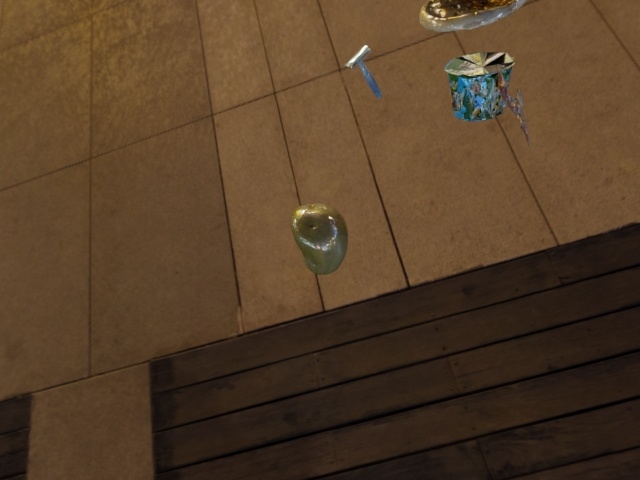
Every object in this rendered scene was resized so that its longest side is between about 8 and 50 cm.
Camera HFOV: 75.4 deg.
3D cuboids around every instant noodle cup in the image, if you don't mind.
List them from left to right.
[{"bbox_3d":[0.567,-0.548,1.487,0.239,0.178,0.240,-8,40,7],"label":"instant noodle cup"}]

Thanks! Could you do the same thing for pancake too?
[{"bbox_3d":[0.221,-0.347,0.606,0.151,0.025,0.152,-12,44,12],"label":"pancake"}]

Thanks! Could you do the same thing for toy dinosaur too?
[{"bbox_3d":[0.489,-0.342,1.048,0.032,0.108,0.220,-28,101,14],"label":"toy dinosaur"}]

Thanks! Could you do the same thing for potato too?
[{"bbox_3d":[0.000,0.000,1.073,0.157,0.157,0.194,0,112,14],"label":"potato"}]

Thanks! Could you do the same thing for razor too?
[{"bbox_3d":[0.120,-0.408,1.037,0.068,0.135,0.040,-44,44,2],"label":"razor"}]
